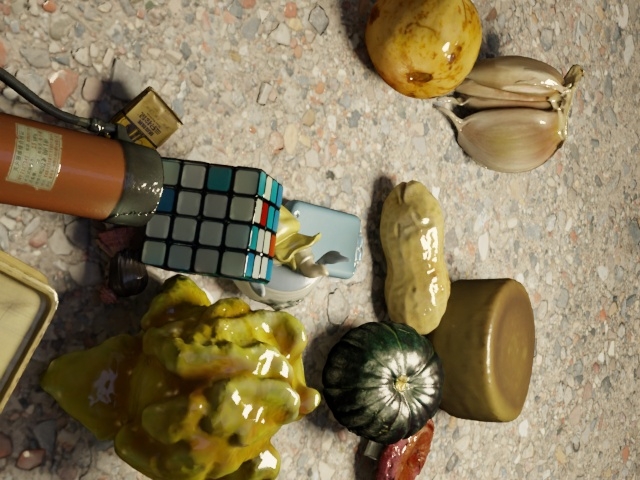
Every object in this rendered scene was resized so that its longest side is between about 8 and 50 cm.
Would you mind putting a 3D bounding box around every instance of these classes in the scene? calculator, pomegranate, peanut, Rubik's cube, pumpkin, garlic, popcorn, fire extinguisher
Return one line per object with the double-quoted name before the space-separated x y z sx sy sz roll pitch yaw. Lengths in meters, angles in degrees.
"calculator" 0.000 0.000 1.445 0.210 0.039 0.121 12 82 -43
"pomegranate" 0.185 -0.372 1.509 0.215 0.215 0.215 -2 93 -44
"peanut" 0.177 0.032 1.557 0.130 0.130 0.290 -12 100 -43
"Rubik's cube" -0.150 -0.025 1.184 0.151 0.155 0.154 35 62 -80
"pumpkin" 0.111 0.248 1.465 0.221 0.162 0.220 2 84 -20
"garlic" 0.386 -0.260 1.687 0.237 0.292 0.210 38 54 -65
"popcorn" -0.169 0.179 1.134 0.321 0.290 0.325 30 43 -36
"fire extinguisher" -0.391 -0.123 1.033 0.376 0.113 0.200 9 45 -39

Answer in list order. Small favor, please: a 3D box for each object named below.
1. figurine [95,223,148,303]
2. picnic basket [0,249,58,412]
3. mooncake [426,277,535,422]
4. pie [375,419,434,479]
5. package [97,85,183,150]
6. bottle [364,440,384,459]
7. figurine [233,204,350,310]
"figurine" -0.283 0.021 1.167 0.072 0.054 0.129 -15 100 -38
"picnic basket" -0.472 0.129 0.913 0.228 0.175 0.312 38 70 -39
"mooncake" 0.317 0.215 1.655 0.284 0.156 0.284 -1 91 -60
"pie" 0.158 0.408 1.574 0.182 0.050 0.182 -42 144 -42
"package" -0.264 -0.151 1.181 0.131 0.047 0.071 -46 121 -3
"bottle" 0.136 0.308 1.571 0.060 0.060 0.217 40 63 -37
"figurine" -0.061 0.019 1.316 0.209 0.128 0.183 -1 92 -7
